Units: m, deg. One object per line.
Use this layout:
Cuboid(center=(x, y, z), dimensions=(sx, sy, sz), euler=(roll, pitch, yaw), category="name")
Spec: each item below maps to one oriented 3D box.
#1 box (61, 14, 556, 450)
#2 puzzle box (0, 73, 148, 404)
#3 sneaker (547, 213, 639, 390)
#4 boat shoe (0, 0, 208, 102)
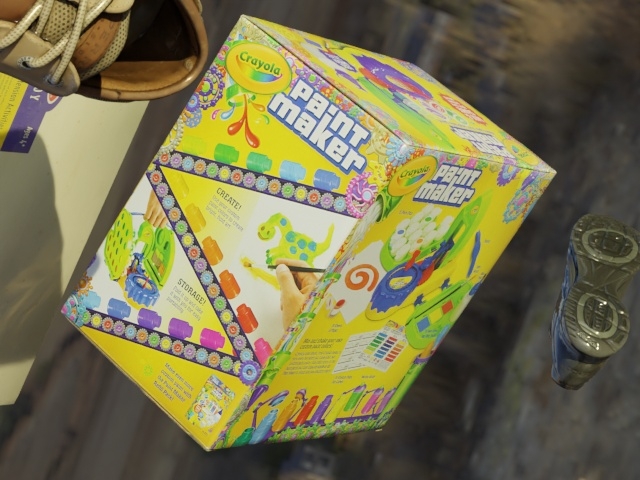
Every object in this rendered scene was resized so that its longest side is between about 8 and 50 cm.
Cuboid(center=(0.000, 0.000, 1.392), dimensions=(0.279, 0.177, 0.290), euler=(-56, -25, 14), category="box")
Cuboid(center=(-0.270, -0.047, 1.312), dimensions=(0.052, 0.272, 0.409), euler=(38, 111, 32), category="puzzle box")
Cuboid(center=(0.346, 0.076, 2.258), dimensions=(0.286, 0.109, 0.130), euler=(-62, -4, -47), category="sneaker")
Cuboid(center=(-0.148, -0.140, 0.908), dimensions=(0.123, 0.116, 0.324), euler=(-53, -18, 13), category="boat shoe")
